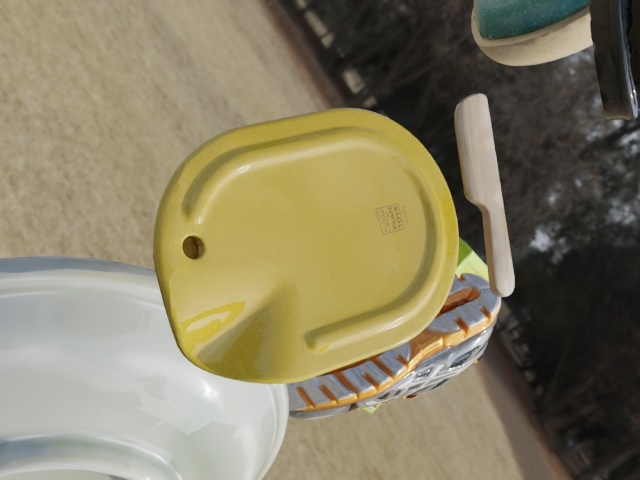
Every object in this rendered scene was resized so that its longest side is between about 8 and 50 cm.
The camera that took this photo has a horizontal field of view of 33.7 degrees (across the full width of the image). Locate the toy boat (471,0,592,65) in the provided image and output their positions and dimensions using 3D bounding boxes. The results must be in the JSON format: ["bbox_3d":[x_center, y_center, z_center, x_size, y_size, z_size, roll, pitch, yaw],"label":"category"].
[{"bbox_3d":[0.220,-0.315,1.112,0.148,0.267,0.318,49,-8,-35],"label":"toy boat"}]

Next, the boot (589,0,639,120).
[{"bbox_3d":[0.359,-0.255,0.836,0.131,0.260,0.347,36,64,-61],"label":"boot"}]

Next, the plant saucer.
[{"bbox_3d":[-0.211,0.184,0.770,0.400,0.401,0.100,49,17,-45],"label":"plant saucer"}]

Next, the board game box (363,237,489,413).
[{"bbox_3d":[0.081,0.077,0.999,0.043,0.181,0.092,48,5,35],"label":"board game box"}]

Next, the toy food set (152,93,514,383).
[{"bbox_3d":[0.000,0.000,0.563,0.071,0.218,0.128,-15,-91,57],"label":"toy food set"}]

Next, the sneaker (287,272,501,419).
[{"bbox_3d":[0.061,0.107,0.909,0.083,0.215,0.084,83,-19,-45],"label":"sneaker"}]
